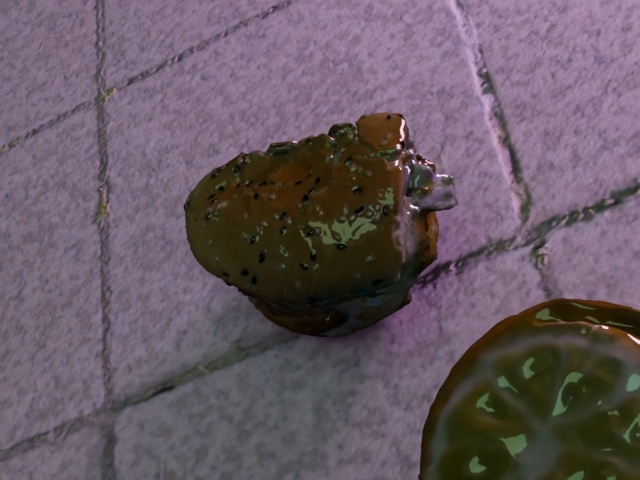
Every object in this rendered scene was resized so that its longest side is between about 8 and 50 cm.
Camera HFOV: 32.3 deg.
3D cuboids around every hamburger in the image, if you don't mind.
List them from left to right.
[{"bbox_3d":[0.000,0.000,1.081,0.288,0.167,0.192,-15,51,22],"label":"hamburger"}]

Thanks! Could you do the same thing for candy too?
[{"bbox_3d":[0.200,0.169,0.874,0.260,0.118,0.259,-19,50,24],"label":"candy"}]
